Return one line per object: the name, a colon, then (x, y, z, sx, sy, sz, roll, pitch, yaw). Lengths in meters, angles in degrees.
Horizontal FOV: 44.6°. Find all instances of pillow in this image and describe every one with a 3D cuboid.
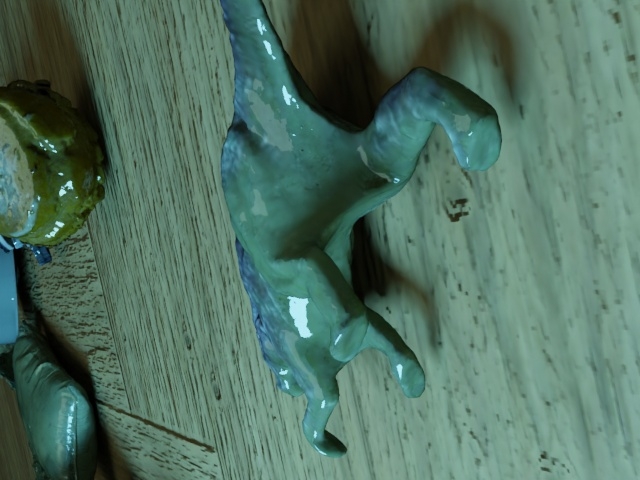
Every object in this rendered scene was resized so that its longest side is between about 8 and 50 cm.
pillow: (-0.382, 0.239, 1.111, 0.302, 0.075, 0.185, 20, 114, 56)

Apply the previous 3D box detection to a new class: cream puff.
cream puff: (-0.282, -0.077, 0.773, 0.150, 0.115, 0.165, 15, 110, 23)

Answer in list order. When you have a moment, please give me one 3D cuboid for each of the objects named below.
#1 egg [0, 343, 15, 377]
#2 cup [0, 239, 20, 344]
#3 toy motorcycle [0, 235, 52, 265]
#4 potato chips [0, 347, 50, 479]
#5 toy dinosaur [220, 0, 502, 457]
egg: (-0.633, 0.198, 1.474, 0.140, 0.118, 0.116, 48, -177, 24)
cup: (-0.636, 0.075, 1.208, 0.205, 0.312, 0.205, 176, 90, -65)
toy motorcycle: (-0.388, -0.092, 0.954, 0.204, 0.108, 0.239, 65, 147, 18)
potato chips: (-0.499, 0.299, 1.345, 0.167, 0.059, 0.228, -9, 99, 65)
toy dinosaur: (-0.007, 0.003, 0.401, 0.162, 0.077, 0.294, 47, 139, 40)
